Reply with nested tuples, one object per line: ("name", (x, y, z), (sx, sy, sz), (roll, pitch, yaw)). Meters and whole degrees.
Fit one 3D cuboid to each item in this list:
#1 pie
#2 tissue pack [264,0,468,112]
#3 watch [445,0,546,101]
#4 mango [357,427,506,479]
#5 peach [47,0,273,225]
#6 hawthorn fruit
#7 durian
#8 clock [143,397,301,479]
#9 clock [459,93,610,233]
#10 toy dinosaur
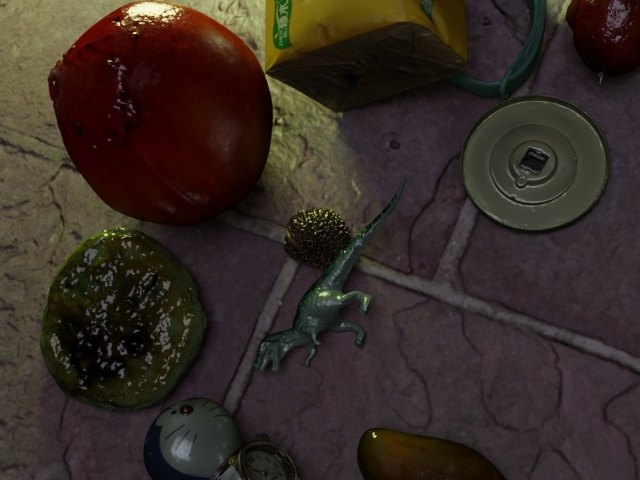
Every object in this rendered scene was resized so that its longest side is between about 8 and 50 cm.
("pie", (-0.344, 0.140, 1.502), (0.323, 0.070, 0.323), (-4, 76, 14))
("tissue pack", (0.071, -0.443, 1.443), (0.293, 0.228, 0.382), (-11, 72, 35))
("watch", (0.279, -0.347, 1.484), (0.195, 0.068, 0.237), (1, 72, 12))
("mango", (0.176, 0.355, 1.292), (0.267, 0.111, 0.133), (25, 84, 21))
("peach", (-0.252, -0.197, 1.417), (0.370, 0.370, 0.370), (-4, 74, 13))
("hawthorn fruit", (0.458, -0.325, 1.395), (0.148, 0.148, 0.172), (9, 90, 16))
("durian", (-0.002, 0.001, 1.455), (0.110, 0.071, 0.140), (-44, 75, 0))
("clock", (-0.162, 0.348, 1.354), (0.243, 0.199, 0.147), (38, 125, 17))
("clock", (0.343, -0.125, 1.424), (0.234, 0.029, 0.235), (-3, 75, 13))
("toy dinosaur", (0.052, 0.089, 1.411), (0.129, 0.076, 0.383), (43, 93, 7))
